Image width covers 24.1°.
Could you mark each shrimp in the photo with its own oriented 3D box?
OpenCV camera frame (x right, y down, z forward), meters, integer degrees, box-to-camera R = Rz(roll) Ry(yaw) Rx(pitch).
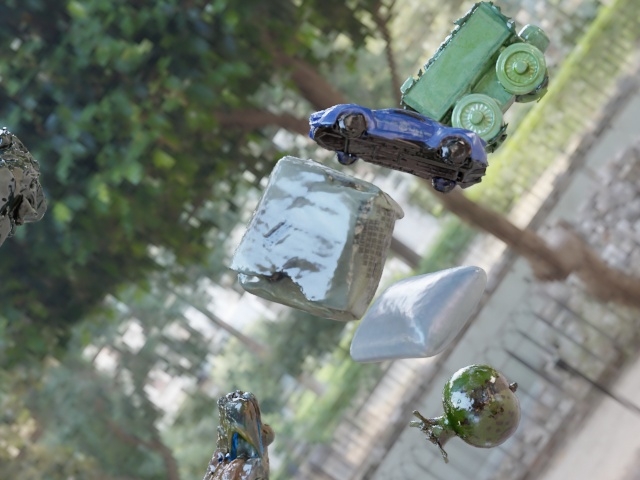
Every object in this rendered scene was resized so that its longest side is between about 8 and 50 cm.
[{"bbox_3d":[-0.159,0.448,2.314,0.221,0.110,0.446,4,-83,-46],"label":"shrimp"}]

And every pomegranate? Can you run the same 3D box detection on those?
[{"bbox_3d":[0.249,0.284,2.475,0.169,0.148,0.148,-35,-8,-19],"label":"pomegranate"}]

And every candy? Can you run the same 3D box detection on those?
[{"bbox_3d":[0.116,0.091,1.829,0.138,0.071,0.174,-51,18,-26],"label":"candy"}]

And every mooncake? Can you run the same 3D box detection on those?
[{"bbox_3d":[0.002,0.001,2.515,0.254,0.250,0.136,-66,-27,-8],"label":"mooncake"}]

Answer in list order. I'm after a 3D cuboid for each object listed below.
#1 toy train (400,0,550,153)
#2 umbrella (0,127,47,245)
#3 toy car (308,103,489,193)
[{"bbox_3d":[0.270,-0.267,2.560,0.272,0.188,0.159,-51,-9,4],"label":"toy train"},{"bbox_3d":[-0.403,-0.029,1.676,0.094,0.143,0.349,-17,18,16],"label":"umbrella"},{"bbox_3d":[0.092,-0.117,1.754,0.103,0.216,0.063,97,-171,-72],"label":"toy car"}]
